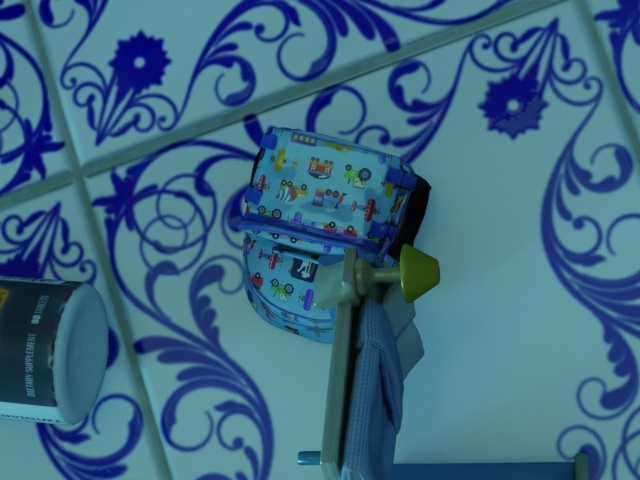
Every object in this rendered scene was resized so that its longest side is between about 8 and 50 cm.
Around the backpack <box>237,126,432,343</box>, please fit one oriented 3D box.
[{"bbox_3d":[0.000,0.000,1.209,0.158,0.117,0.173,19,88,13],"label":"backpack"}]

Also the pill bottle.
[{"bbox_3d":[-0.328,0.093,1.248,0.246,0.130,0.130,4,82,11],"label":"pill bottle"}]

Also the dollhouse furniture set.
[{"bbox_3d":[0.101,0.192,1.026,0.198,0.303,0.286,-3,45,11],"label":"dollhouse furniture set"}]
